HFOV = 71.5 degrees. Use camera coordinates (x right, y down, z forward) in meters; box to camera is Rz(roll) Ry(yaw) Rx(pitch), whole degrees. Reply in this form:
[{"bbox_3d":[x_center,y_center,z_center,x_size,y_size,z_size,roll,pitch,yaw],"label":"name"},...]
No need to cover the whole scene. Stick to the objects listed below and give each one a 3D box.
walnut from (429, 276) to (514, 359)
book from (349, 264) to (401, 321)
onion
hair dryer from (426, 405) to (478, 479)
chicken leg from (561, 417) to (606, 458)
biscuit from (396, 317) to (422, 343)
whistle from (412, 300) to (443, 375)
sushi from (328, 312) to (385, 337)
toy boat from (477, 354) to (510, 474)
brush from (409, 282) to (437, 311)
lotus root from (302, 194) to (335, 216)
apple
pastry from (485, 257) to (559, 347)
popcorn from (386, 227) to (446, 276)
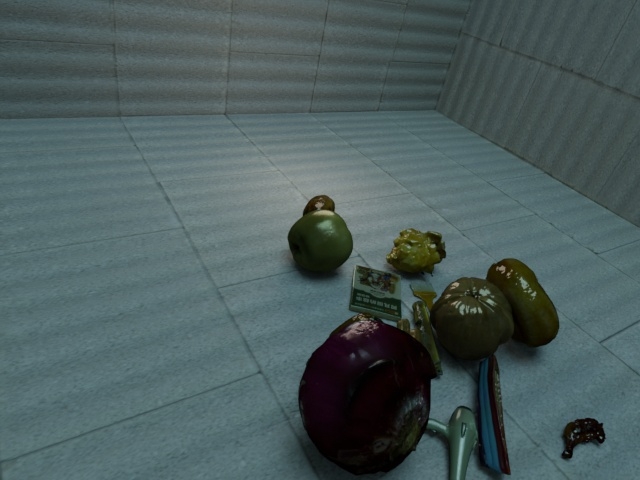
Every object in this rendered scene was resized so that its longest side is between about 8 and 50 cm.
[{"bbox_3d":[0.530,0.276,1.564,0.285,0.285,0.296,19,46,9],"label":"walnut"},{"bbox_3d":[0.223,0.204,1.774,0.201,0.027,0.264,14,34,0],"label":"book"},{"bbox_3d":[0.088,0.385,1.222,0.398,0.399,0.420,-12,18,-32],"label":"onion"},{"bbox_3d":[0.344,0.579,1.258,0.224,0.089,0.219,-2,39,0],"label":"hair dryer"},{"bbox_3d":[0.811,0.605,1.384,0.218,0.048,0.089,-6,36,-26],"label":"chicken leg"},{"bbox_3d":[0.285,0.375,1.468,0.144,0.040,0.236,41,43,-25],"label":"biscuit"},{"bbox_3d":[0.381,0.347,1.597,0.067,0.057,0.327,10,35,-6],"label":"whistle"},{"bbox_3d":[0.147,0.319,1.478,0.287,0.149,0.140,-2,41,-31],"label":"sushi"},{"bbox_3d":[0.526,0.523,1.358,0.079,0.136,0.392,-11,30,25],"label":"toy boat"},{"bbox_3d":[0.443,0.264,1.775,0.103,0.014,0.272,3,36,-14],"label":"brush"},{"bbox_3d":[-0.009,-0.128,2.079,0.145,0.129,0.260,4,28,12],"label":"lotus root"},{"bbox_3d":[0.000,0.000,1.799,0.262,0.263,0.262,9,35,-6],"label":"apple"},{"bbox_3d":[0.748,0.227,1.661,0.163,0.356,0.356,-23,39,3],"label":"pastry"},{"bbox_3d":[0.416,0.047,1.933,0.253,0.192,0.190,10,1,-8],"label":"popcorn"}]
